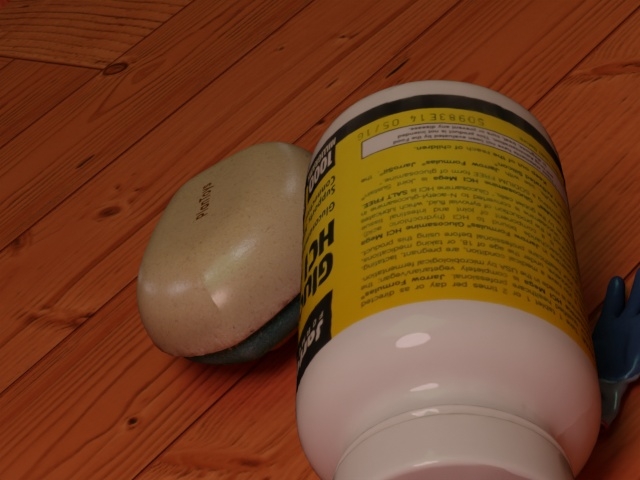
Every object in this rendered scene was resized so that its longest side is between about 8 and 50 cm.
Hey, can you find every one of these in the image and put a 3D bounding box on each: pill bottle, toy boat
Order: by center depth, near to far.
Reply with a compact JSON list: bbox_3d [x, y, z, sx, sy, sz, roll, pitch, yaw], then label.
[{"bbox_3d":[0.078,0.061,0.944,0.188,0.188,0.334,-18,38,16],"label":"pill bottle"},{"bbox_3d":[0.000,0.000,1.201,0.318,0.148,0.267,-26,23,18],"label":"toy boat"}]

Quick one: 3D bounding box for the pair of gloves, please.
[{"bbox_3d":[0.238,0.074,0.977,0.198,0.023,0.159,-5,37,41],"label":"pair of gloves"}]
